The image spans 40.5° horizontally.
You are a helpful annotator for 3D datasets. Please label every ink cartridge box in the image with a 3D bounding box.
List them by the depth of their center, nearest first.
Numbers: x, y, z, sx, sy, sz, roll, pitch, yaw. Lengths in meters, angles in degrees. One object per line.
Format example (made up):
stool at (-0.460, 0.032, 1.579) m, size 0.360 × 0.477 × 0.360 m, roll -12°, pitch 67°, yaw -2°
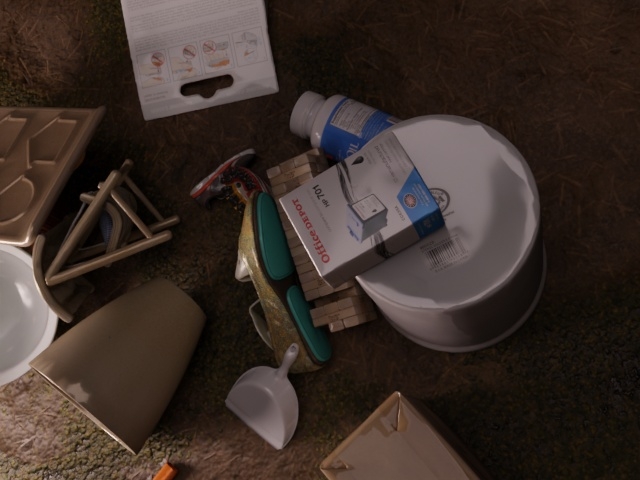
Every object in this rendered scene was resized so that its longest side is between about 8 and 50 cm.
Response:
ink cartridge box at (0.059, -0.041, 1.235) m, size 0.190 × 0.082 × 0.139 m, roll -31°, pitch 71°, yaw 3°
ink cartridge box at (-0.256, -0.469, 1.844) m, size 0.308 × 0.091 × 0.385 m, roll -11°, pitch 91°, yaw 10°

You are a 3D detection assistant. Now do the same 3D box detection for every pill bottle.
pill bottle at (0.058, -0.205, 1.660) m, size 0.221 × 0.124 × 0.124 m, roll 25°, pitch 83°, yaw 19°

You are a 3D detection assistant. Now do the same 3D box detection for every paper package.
paper package at (0.183, 0.404, 1.371) m, size 0.168 × 0.325 × 0.309 m, roll -44°, pitch 72°, yaw 0°

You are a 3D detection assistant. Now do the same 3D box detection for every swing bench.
swing bench at (-0.416, -0.006, 1.632) m, size 0.254 × 0.253 × 0.165 m, roll -39°, pitch 101°, yaw 1°

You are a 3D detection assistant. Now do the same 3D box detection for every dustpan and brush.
dustpan and brush at (-0.085, 0.265, 1.574) m, size 0.147 × 0.211 × 0.060 m, roll 37°, pitch 44°, yaw 16°

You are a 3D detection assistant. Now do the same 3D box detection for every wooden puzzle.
wooden puzzle at (-0.591, -0.121, 1.668) m, size 0.348 × 0.080 × 0.322 m, roll 2°, pitch 55°, yaw 28°

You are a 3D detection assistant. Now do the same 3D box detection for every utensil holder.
utensil holder at (0.207, -0.001, 1.434) m, size 0.327 × 0.385 × 0.327 m, roll -4°, pitch 74°, yaw 13°

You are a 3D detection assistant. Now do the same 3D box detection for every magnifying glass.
magnifying glass at (-0.350, 0.516, 1.630) m, size 0.092 × 0.026 × 0.231 m, roll 38°, pitch 89°, yaw 19°

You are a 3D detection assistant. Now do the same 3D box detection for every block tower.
block tower at (0.000, 0.000, 1.596) m, size 0.091 × 0.097 × 0.335 m, roll -20°, pitch 83°, yaw 24°

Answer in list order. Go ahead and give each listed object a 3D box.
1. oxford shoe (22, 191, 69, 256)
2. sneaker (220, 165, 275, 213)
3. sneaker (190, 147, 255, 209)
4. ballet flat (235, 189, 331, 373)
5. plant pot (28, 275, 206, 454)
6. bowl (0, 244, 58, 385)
oxford shoe at (-0.612, -0.095, 1.804) m, size 0.130 × 0.123 × 0.348 m, roll -19°, pitch 62°, yaw 12°
sneaker at (-0.099, -0.052, 1.680) m, size 0.088 × 0.093 × 0.225 m, roll -33°, pitch 88°, yaw 18°
sneaker at (-0.185, -0.122, 1.743) m, size 0.158 × 0.061 × 0.065 m, roll -38°, pitch 97°, yaw 3°
ballet flat at (-0.092, 0.084, 1.594) m, size 0.123 × 0.123 × 0.348 m, roll -21°, pitch 92°, yaw 8°
plant pot at (-0.348, 0.208, 1.610) m, size 0.256 × 0.256 × 0.274 m, roll 32°, pitch 69°, yaw 19°
bowl at (-0.668, 0.136, 1.715) m, size 0.298 × 0.134 × 0.298 m, roll -1°, pitch 95°, yaw -13°
